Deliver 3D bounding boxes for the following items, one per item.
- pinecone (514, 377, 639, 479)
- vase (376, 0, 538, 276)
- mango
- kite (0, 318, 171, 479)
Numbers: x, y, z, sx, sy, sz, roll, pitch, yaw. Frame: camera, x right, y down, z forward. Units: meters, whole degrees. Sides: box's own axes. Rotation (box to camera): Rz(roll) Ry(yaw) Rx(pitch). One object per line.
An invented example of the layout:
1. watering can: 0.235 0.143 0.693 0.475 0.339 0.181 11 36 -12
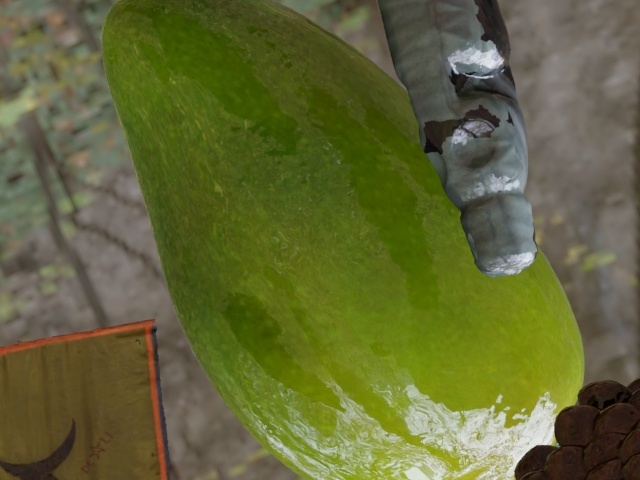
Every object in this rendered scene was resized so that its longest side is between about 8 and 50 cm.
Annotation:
1. pinecone: 0.080 0.077 0.438 0.102 0.102 0.109 -28 173 -21
2. vase: 0.068 -0.083 0.962 0.060 0.211 0.060 -14 168 -3
3. mango: 0.000 0.000 1.062 0.192 0.343 0.156 -34 172 -32
4. kite: -0.207 0.176 0.902 0.327 0.013 0.377 26 -106 21
